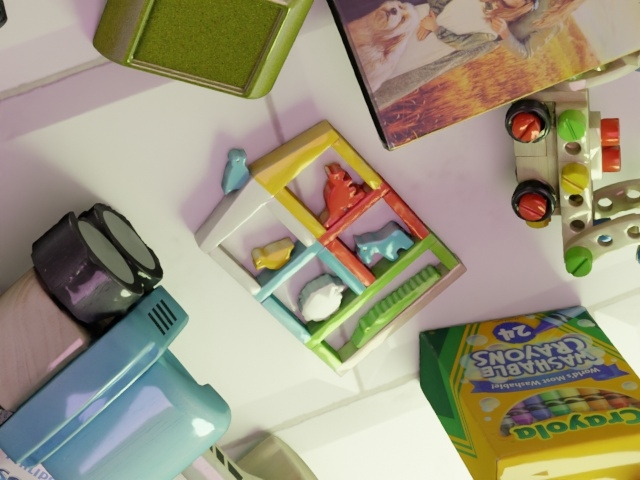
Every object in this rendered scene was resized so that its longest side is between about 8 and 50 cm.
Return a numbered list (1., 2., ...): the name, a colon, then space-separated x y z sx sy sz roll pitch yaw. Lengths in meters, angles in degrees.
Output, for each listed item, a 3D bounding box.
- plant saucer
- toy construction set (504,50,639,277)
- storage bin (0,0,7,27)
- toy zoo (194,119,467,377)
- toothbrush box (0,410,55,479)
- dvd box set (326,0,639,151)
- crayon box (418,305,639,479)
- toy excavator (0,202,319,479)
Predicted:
1. plant saucer: -0.110 -0.211 1.651 0.188 0.045 0.188 14 138 -14
2. toy construction set: 0.311 -0.099 1.822 0.215 0.151 0.328 0 112 12
3. storage bin: -0.360 -0.236 1.543 0.122 0.180 0.084 -22 120 -3
4. toy zoo: 0.000 0.000 1.856 0.192 0.030 0.293 -41 120 7
5. toothbrush box: -0.330 0.347 1.870 0.216 0.126 0.295 34 105 -15
6. dvd box set: 0.203 -0.305 1.683 0.420 0.062 0.308 -22 102 -4
7. crayon box: 0.250 0.192 1.858 0.203 0.323 0.083 -8 119 -12
8. toy excavator: -0.167 0.196 1.781 0.222 0.433 0.445 -39 92 6
